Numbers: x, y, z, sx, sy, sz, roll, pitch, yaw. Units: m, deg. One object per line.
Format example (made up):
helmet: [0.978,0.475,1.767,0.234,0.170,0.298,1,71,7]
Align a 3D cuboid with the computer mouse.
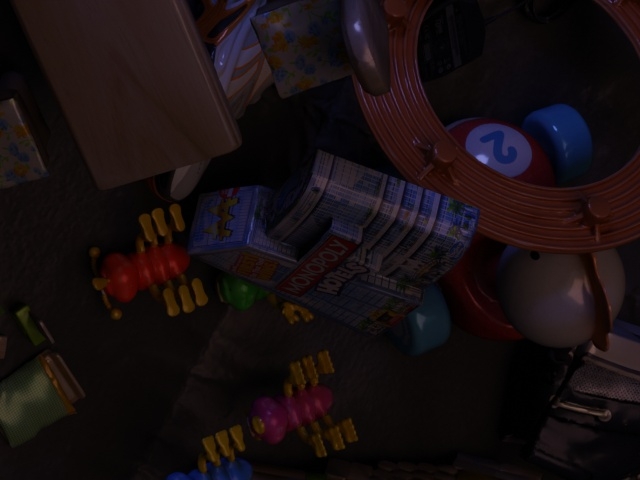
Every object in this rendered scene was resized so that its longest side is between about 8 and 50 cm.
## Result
computer mouse: [0.150,-0.207,1.677,0.242,0.041,0.071,-27,124,-28]

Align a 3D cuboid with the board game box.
board game box: [0.000,0.000,1.525,0.194,0.194,0.060,18,64,-16]

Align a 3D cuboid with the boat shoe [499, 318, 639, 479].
boat shoe: [0.330,0.179,1.841,0.340,0.127,0.158,20,100,-24]

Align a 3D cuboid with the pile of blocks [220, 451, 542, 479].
pile of blocks: [0.052,0.274,1.687,0.362,0.149,0.112,2,108,-28]

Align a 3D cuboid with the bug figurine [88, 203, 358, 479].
bug figurine: [-0.082,0.104,1.584,0.216,0.072,0.279,-14,89,-35]

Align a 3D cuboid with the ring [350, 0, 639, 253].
ring: [0.187,-0.146,1.592,0.336,0.032,0.336,8,62,-15]

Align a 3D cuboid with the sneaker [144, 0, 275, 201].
sneaker: [-0.060,-0.147,1.542,0.121,0.099,0.262,20,95,-36]

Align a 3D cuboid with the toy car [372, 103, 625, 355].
toy car: [0.191,0.008,1.636,0.219,0.238,0.210,-21,113,-23]

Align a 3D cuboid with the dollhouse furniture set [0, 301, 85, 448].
dollhouse furniture set: [-0.249,0.105,1.526,0.076,0.058,0.151,-36,118,-15]

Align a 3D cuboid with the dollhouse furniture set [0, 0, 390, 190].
dollhouse furniture set: [-0.180,-0.201,1.270,0.362,0.256,0.394,-16,117,10]
